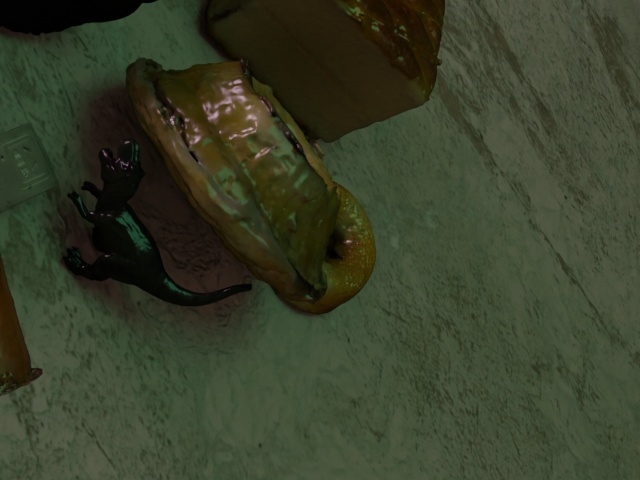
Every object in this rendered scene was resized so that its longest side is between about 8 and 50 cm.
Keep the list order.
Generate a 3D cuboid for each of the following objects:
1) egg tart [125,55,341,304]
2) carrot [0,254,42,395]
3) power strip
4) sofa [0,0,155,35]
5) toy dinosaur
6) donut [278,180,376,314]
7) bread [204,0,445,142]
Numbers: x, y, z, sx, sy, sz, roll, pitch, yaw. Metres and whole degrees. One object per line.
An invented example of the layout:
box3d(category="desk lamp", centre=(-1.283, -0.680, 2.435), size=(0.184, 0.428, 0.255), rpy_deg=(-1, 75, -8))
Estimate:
box3d(category="egg tart", centre=(-0.075, -0.087, 1.906), size=(0.345, 0.132, 0.345), rpy_deg=(53, 6, -8))
box3d(category="carrot", centre=(-0.374, 0.028, 1.516), size=(0.196, 0.196, 0.254), rpy_deg=(-32, 109, -57))
box3d(category="power strip", centre=(-0.336, -0.063, 1.706), size=(0.175, 0.042, 0.075), rpy_deg=(-36, 104, -56))
box3d(category="sofa", centre=(-0.299, -0.351, 1.795), size=(0.258, 0.182, 0.200), rpy_deg=(-4, 68, -25))
box3d(category="toy dinosaur", centre=(-0.178, -0.006, 1.767), size=(0.087, 0.179, 0.187), rpy_deg=(-54, 144, -50))
box3d(category="donut", centre=(0.001, 0.001, 2.124), size=(0.190, 0.074, 0.174), rpy_deg=(-27, 95, -56))
box3d(category="bread", centre=(0.017, -0.324, 2.212), size=(0.279, 0.207, 0.279), rpy_deg=(44, 39, -31))
